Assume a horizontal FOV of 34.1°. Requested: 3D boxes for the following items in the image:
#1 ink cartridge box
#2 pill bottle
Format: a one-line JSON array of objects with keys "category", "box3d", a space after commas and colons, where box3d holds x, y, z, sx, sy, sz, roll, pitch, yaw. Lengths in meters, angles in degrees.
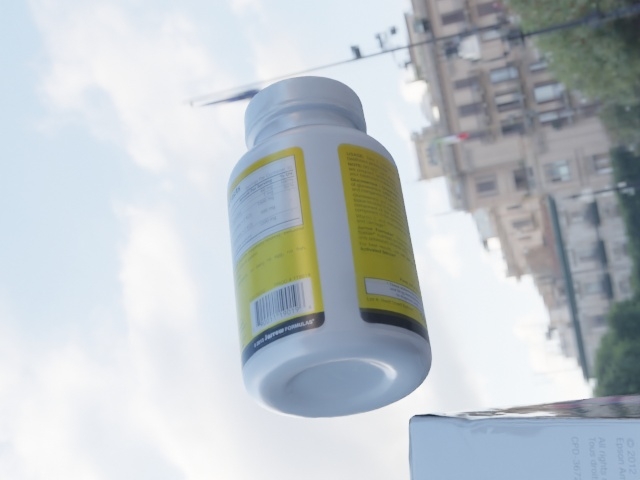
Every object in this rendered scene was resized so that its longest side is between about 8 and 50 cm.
[{"category": "ink cartridge box", "box3d": [0.215, 0.089, 0.389, 0.176, 0.371, 0.069, 2, -97, -34]}, {"category": "pill bottle", "box3d": [0.000, 0.000, 0.596, 0.103, 0.103, 0.184, 49, -152, -54]}]
